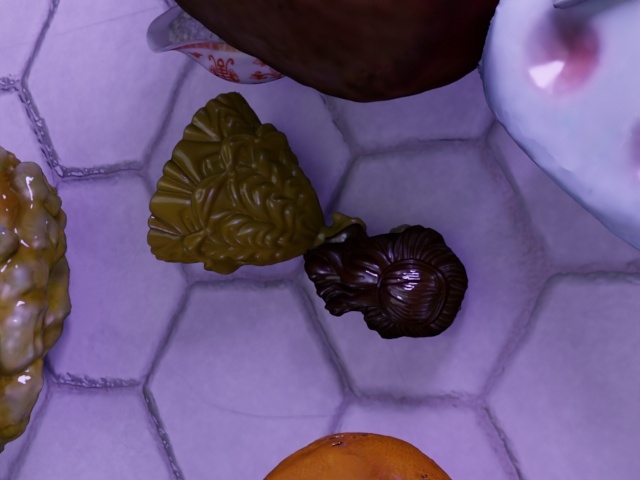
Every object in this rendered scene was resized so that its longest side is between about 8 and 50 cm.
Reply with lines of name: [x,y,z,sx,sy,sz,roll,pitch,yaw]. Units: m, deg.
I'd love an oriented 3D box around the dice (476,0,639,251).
dice: [0.309,-0.134,0.939,0.262,0.265,0.268,47,111,26]

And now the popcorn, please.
popcorn: [-0.425,0.051,1.411,0.274,0.279,0.335,160,129,-72]

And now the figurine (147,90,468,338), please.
figurine: [0.002,0.001,1.227,0.315,0.168,0.187,27,75,21]

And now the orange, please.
orange: [0.032,0.295,1.126,0.240,0.240,0.240,-2,86,34]

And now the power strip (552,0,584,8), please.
power strip: [0.192,-0.184,0.851,0.083,0.017,0.027,-19,76,30]

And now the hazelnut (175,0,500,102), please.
hazelnut: [0.033,-0.319,1.053,0.421,0.421,0.352,17,129,33]

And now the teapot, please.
teapot: [-0.056,-0.247,1.280,0.245,0.116,0.159,-35,58,9]
